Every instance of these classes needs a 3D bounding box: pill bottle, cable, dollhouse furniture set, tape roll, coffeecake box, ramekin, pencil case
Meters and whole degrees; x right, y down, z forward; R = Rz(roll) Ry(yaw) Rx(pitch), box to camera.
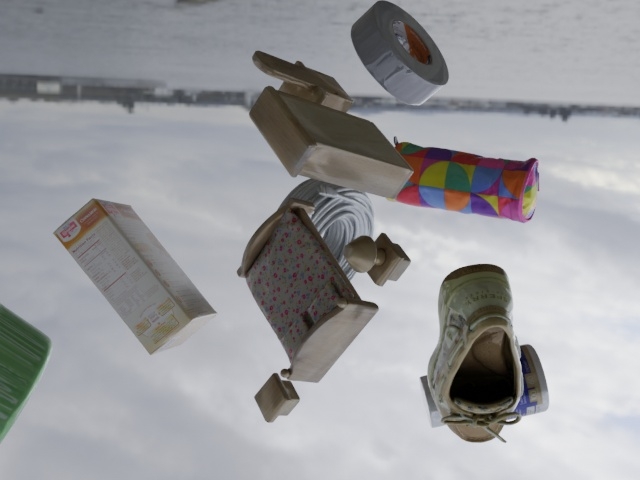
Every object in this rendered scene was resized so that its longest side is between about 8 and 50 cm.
[{"bbox_3d":[0.257,0.237,1.456,0.187,0.112,0.112,-13,-170,0],"label":"pill bottle"},{"bbox_3d":[0.000,0.000,1.794,0.089,0.257,0.257,29,-163,33],"label":"cable"},{"bbox_3d":[-0.075,-0.007,1.132,0.174,0.355,0.303,12,-146,-42],"label":"dollhouse furniture set"},{"bbox_3d":[0.164,-0.385,1.881,0.072,0.219,0.219,-37,165,33],"label":"tape roll"},{"bbox_3d":[-0.222,0.043,1.122,0.068,0.185,0.142,-40,175,4],"label":"coffeecake box"},{"bbox_3d":[-0.577,0.246,1.516,0.148,0.303,0.303,34,180,-17],"label":"ramekin"},{"bbox_3d":[0.208,-0.091,1.365,0.236,0.104,0.104,14,-166,28],"label":"pencil case"}]

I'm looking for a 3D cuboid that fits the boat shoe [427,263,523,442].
[{"bbox_3d":[0.177,0.153,1.039,0.104,0.285,0.089,-10,-137,2],"label":"boat shoe"}]
